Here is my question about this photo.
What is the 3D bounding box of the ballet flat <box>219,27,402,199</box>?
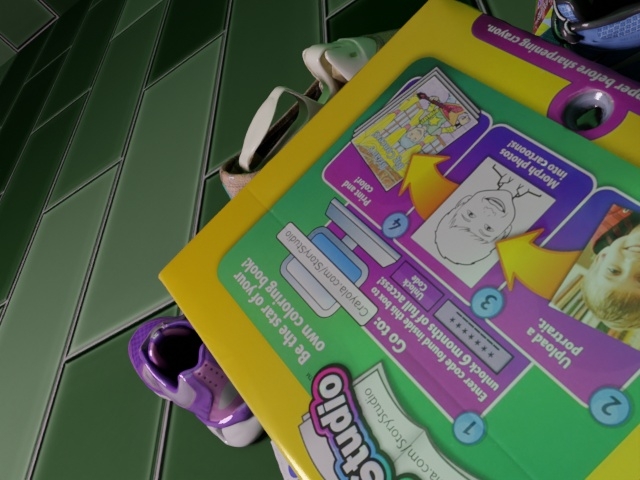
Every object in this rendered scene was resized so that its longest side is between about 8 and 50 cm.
[{"bbox_3d":[0.002,-0.158,0.817,0.316,0.106,0.107,-51,35,-8],"label":"ballet flat"}]

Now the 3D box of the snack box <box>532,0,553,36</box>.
[{"bbox_3d":[0.268,-0.303,0.626,0.207,0.070,0.174,114,173,-56],"label":"snack box"}]

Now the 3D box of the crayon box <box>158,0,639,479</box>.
[{"bbox_3d":[0.100,0.034,0.462,0.313,0.106,0.363,-46,49,1],"label":"crayon box"}]

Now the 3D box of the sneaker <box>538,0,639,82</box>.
[{"bbox_3d":[0.217,-0.173,0.497,0.330,0.147,0.129,152,132,-74],"label":"sneaker"}]

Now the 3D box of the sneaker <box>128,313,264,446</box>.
[{"bbox_3d":[-0.136,0.112,0.691,0.236,0.104,0.095,14,67,52],"label":"sneaker"}]

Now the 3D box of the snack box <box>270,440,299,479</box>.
[{"bbox_3d":[0.015,0.197,0.521,0.064,0.022,0.178,-42,35,7],"label":"snack box"}]
